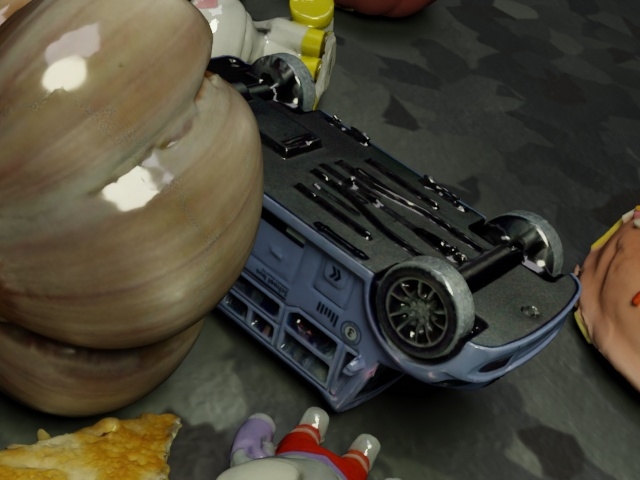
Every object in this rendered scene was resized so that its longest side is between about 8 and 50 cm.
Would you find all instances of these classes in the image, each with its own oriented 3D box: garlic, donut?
[{"bbox_3d":[-0.102,-0.018,0.474,0.191,0.214,0.160,-41,27,-30],"label":"garlic"},{"bbox_3d":[0.286,0.044,0.708,0.199,0.085,0.233,36,39,23],"label":"donut"}]

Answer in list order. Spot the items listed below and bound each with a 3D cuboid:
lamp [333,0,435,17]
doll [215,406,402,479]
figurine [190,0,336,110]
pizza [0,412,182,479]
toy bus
[{"bbox_3d":[0.053,-0.304,0.992,0.182,0.140,0.182,12,33,-8],"label":"lamp"},{"bbox_3d":[-0.016,0.136,0.448,0.102,0.075,0.227,26,16,9],"label":"doll"},{"bbox_3d":[-0.073,-0.159,0.812,0.178,0.109,0.129,4,14,-18],"label":"figurine"},{"bbox_3d":[-0.124,0.136,0.439,0.188,0.062,0.199,20,26,25],"label":"pizza"},{"bbox_3d":[0.000,0.000,0.600,0.292,0.133,0.125,36,35,24],"label":"toy bus"}]
